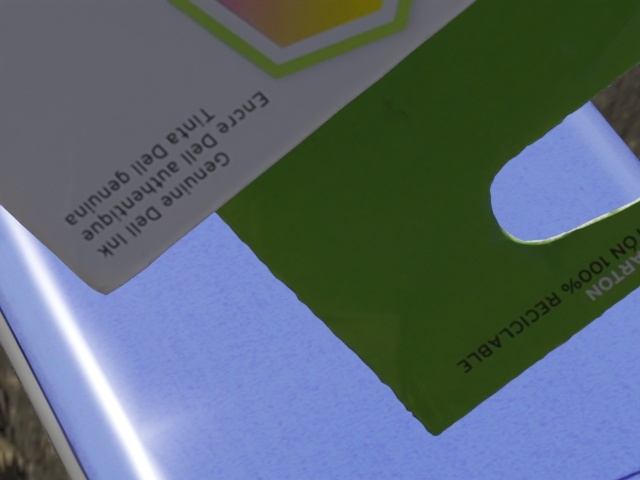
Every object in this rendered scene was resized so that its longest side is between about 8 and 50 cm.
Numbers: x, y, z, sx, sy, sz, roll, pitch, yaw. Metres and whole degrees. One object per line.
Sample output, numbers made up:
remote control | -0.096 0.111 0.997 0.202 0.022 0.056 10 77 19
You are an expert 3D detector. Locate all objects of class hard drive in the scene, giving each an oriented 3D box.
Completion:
hard drive | 0.000 0.000 0.638 0.210 0.040 0.318 -20 53 -19

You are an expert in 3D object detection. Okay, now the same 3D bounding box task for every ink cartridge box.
ink cartridge box | 0.023 -0.066 0.396 0.189 0.097 0.255 -39 116 13
